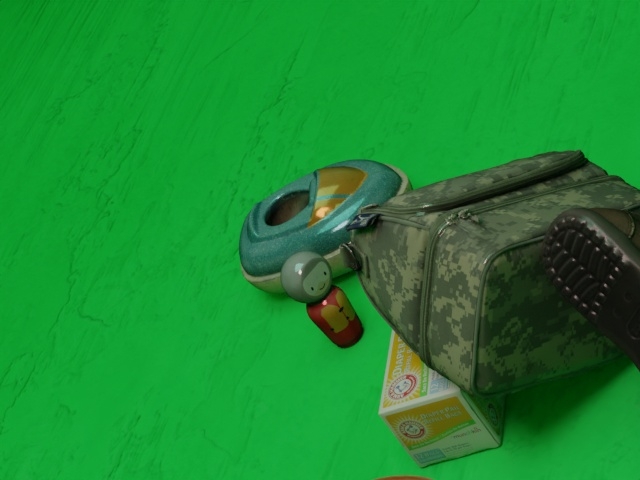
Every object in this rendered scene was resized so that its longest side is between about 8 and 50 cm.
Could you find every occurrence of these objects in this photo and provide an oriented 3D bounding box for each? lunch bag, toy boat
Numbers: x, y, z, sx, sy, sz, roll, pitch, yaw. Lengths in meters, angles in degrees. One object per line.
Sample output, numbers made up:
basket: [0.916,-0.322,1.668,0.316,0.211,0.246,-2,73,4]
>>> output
lunch bag: [0.209,0.019,2.243,0.305,0.212,0.256,-17,31,-28]
toy boat: [0.000,0.000,2.641,0.267,0.148,0.318,-27,33,16]

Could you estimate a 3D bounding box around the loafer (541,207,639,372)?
loafer: [0.393,0.092,2.035,0.130,0.366,0.134,-24,-22,-43]

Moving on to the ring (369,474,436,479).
ring: [0.038,0.403,2.194,0.336,0.032,0.336,-25,33,17]

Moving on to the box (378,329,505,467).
box: [0.151,0.153,2.338,0.114,0.103,0.203,-20,36,25]
